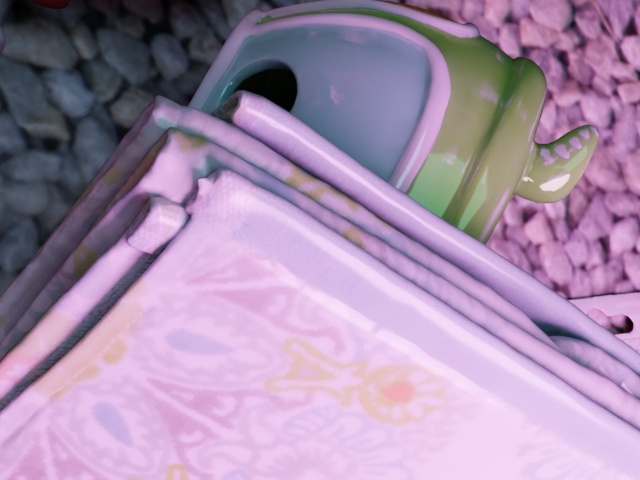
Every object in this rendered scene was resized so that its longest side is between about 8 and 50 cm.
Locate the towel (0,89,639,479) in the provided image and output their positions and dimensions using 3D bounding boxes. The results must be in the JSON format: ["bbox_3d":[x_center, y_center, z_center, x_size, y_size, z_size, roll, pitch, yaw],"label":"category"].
[{"bbox_3d":[-0.015,0.120,0.612,0.374,0.320,0.090,33,30,-24],"label":"towel"}]

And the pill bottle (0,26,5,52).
[{"bbox_3d":[-0.280,-0.177,0.676,0.108,0.108,0.180,-30,95,-28],"label":"pill bottle"}]

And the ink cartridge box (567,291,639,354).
[{"bbox_3d":[0.250,0.164,0.926,0.189,0.066,0.232,-4,62,-27],"label":"ink cartridge box"}]

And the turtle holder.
[{"bbox_3d":[0.005,-0.010,0.745,0.227,0.243,0.320,30,108,-4],"label":"turtle holder"}]

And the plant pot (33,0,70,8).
[{"bbox_3d":[-0.126,-0.249,0.723,0.174,0.191,0.191,-13,87,-23],"label":"plant pot"}]
